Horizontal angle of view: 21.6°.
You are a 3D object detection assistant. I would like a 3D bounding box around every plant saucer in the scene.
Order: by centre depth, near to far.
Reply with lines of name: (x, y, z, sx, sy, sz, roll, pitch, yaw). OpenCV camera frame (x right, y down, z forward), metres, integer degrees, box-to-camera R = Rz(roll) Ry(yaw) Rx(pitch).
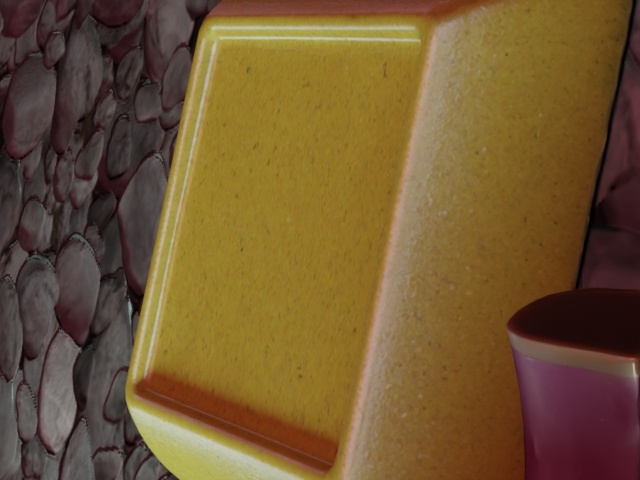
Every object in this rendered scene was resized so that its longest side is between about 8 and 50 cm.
plant saucer: (0.000, 0.000, 0.904, 0.332, 0.081, 0.333, 11, 89, 58)

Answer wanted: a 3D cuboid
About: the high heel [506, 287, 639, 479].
high heel: (0.216, 0.130, 0.555, 0.377, 0.127, 0.181, 16, 122, 53)
